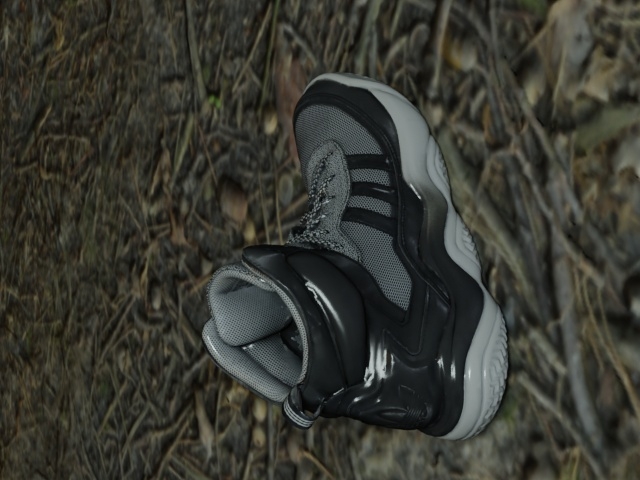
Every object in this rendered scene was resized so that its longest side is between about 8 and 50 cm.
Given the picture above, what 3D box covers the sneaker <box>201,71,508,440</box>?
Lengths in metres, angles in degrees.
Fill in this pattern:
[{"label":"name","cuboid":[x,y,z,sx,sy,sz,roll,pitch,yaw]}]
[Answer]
[{"label":"sneaker","cuboid":[0.000,0.000,1.054,0.101,0.153,0.268,-62,39,42]}]
